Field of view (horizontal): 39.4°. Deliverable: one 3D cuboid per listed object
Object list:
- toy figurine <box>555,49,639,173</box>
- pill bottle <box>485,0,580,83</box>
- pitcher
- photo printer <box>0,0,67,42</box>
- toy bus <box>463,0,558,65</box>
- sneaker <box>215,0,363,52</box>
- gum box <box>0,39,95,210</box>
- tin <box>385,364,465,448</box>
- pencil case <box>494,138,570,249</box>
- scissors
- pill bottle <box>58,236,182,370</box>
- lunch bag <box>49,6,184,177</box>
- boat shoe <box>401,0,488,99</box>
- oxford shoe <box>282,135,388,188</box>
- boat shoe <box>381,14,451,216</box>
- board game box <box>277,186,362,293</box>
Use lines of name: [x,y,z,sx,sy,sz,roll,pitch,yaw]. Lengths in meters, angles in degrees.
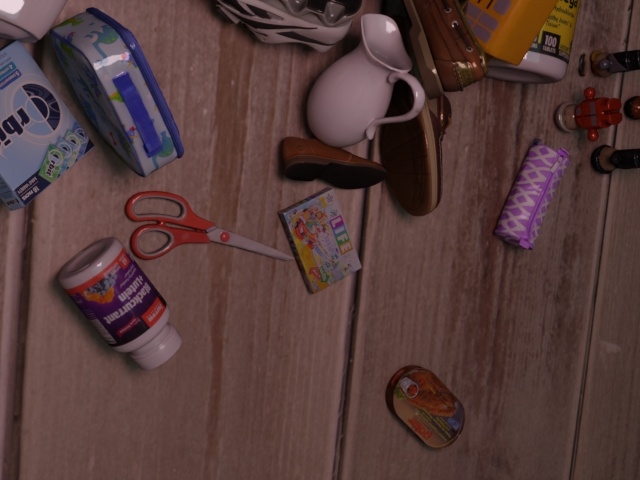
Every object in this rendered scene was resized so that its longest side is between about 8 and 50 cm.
toy figurine: [0.586,-0.253,1.747,0.213,0.148,0.210,38,74,-25]
pill bottle: [0.365,-0.456,1.567,0.187,0.188,0.334,8,94,-29]
pitcher: [0.073,-0.224,1.417,0.125,0.207,0.178,-8,61,-38]
photo printer: [-0.466,-0.417,1.171,0.307,0.107,0.256,18,82,-29]
toy bus: [0.302,-0.398,1.418,0.108,0.130,0.333,4,122,-49]
sneaker: [-0.112,-0.375,1.371,0.330,0.146,0.123,24,60,-6]
gum box: [-0.424,-0.161,1.243,0.184,0.041,0.157,59,44,-23]
tin: [0.197,0.313,1.683,0.106,0.040,0.190,-50,116,-17]
pencil case: [0.407,-0.084,1.704,0.086,0.088,0.206,24,87,-26]
scissors: [-0.170,-0.020,1.445,0.297,0.021,0.109,2,95,-27]
pill bottle: [-0.295,0.100,1.348,0.108,0.108,0.194,-41,114,-17]
lunch bag: [-0.280,-0.204,1.251,0.090,0.176,0.219,-33,129,-16]
boat shoe: [0.183,-0.364,1.390,0.104,0.111,0.308,-16,71,12]
oxford shoe: [0.027,-0.137,1.509,0.212,0.076,0.076,10,55,-38]
boat shoe: [0.180,-0.216,1.545,0.123,0.123,0.342,-10,91,-33]
board game box: [0.000,0.000,1.535,0.103,0.026,0.154,-29,110,-22]
